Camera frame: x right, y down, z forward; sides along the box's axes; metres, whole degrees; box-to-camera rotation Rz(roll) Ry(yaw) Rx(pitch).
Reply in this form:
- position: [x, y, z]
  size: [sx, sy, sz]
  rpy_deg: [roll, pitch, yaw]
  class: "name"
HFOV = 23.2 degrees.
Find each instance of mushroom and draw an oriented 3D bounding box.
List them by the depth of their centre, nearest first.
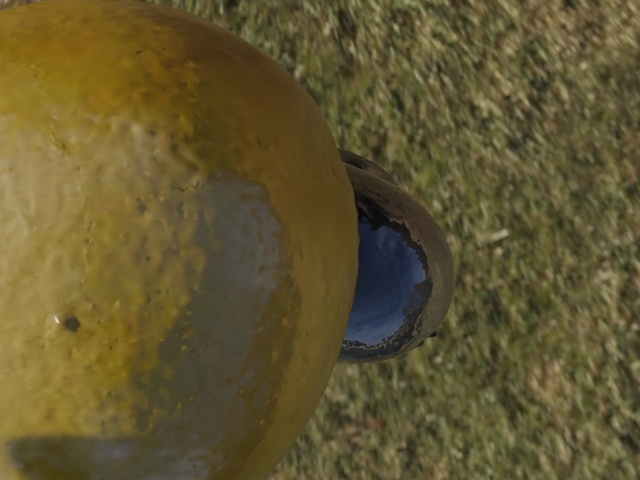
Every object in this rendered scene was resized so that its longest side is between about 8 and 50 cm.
- position: [0.000, 0.000, 0.998]
  size: [0.188, 0.117, 0.141]
  rpy_deg: [15, 69, -2]
  class: "mushroom"

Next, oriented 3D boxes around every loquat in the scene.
- position: [-0.118, 0.016, 0.763]
  size: [0.275, 0.275, 0.274]
  rpy_deg: [-2, 115, -4]
  class: "loquat"
